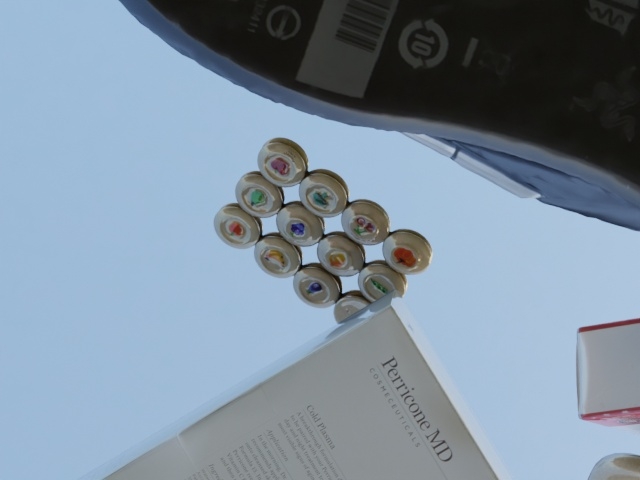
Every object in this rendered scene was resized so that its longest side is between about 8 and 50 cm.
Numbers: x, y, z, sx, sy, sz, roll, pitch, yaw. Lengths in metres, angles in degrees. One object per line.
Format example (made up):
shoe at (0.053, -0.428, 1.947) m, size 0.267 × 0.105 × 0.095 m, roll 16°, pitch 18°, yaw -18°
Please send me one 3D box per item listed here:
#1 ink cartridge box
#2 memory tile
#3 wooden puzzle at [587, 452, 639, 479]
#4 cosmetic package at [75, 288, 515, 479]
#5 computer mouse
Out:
ink cartridge box at (0.222, 0.081, 1.138) m, size 0.135 × 0.099 × 0.056 m, roll 19°, pitch -115°, yaw -50°
memory tile at (0.000, 0.000, 1.441) m, size 0.148 × 0.113 × 0.012 m, roll 35°, pitch -139°, yaw -3°
wooden puzzle at (0.201, 0.224, 0.880) m, size 0.221 × 0.238 × 0.044 m, roll 13°, pitch -168°, yaw 2°
cosmetic package at (0.030, 0.268, 1.420) m, size 0.284 × 0.097 × 0.377 m, roll -31°, pitch -86°, yaw 9°
computer mouse at (0.062, -0.017, 0.460) m, size 0.262 × 0.060 × 0.184 m, roll 14°, pitch -86°, yaw -7°
